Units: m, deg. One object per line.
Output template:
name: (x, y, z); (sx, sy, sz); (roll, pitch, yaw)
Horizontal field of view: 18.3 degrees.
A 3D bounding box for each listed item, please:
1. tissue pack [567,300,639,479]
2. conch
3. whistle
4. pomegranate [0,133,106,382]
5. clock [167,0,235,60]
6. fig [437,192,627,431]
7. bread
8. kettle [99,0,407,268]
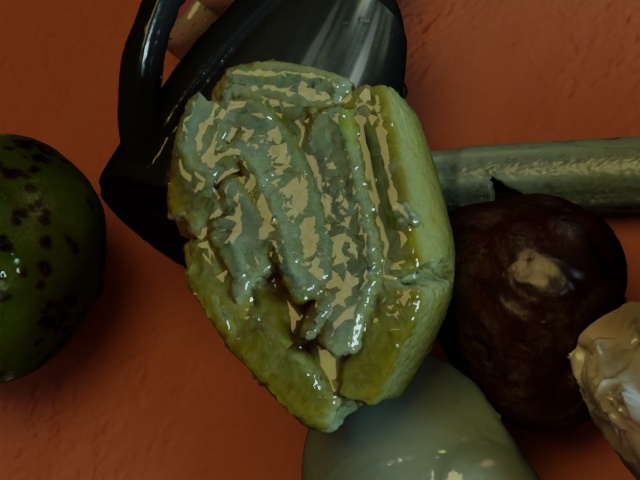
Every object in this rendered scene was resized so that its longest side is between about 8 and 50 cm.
tissue pack: (0.389, 0.106, 1.212); (0.375, 0.195, 0.390); (-33, 95, 6)
conch: (0.064, 0.174, 1.423); (0.221, 0.121, 0.185); (23, 93, 38)
whistle: (0.221, -0.050, 1.532); (0.312, 0.062, 0.062); (-3, 61, 24)
pomegranate: (-0.295, 0.004, 1.635); (0.211, 0.263, 0.211); (-42, 36, 40)
clock: (-0.052, -0.322, 1.766); (0.284, 0.114, 0.309); (-21, 55, 25)
fig: (0.130, 0.032, 1.488); (0.145, 0.170, 0.274); (-24, 28, -21)
bread: (0.000, 0.000, 1.380); (0.186, 0.124, 0.257); (-22, 78, 7)
kettle: (-0.044, -0.118, 1.588); (0.251, 0.207, 0.271); (33, 73, -9)
